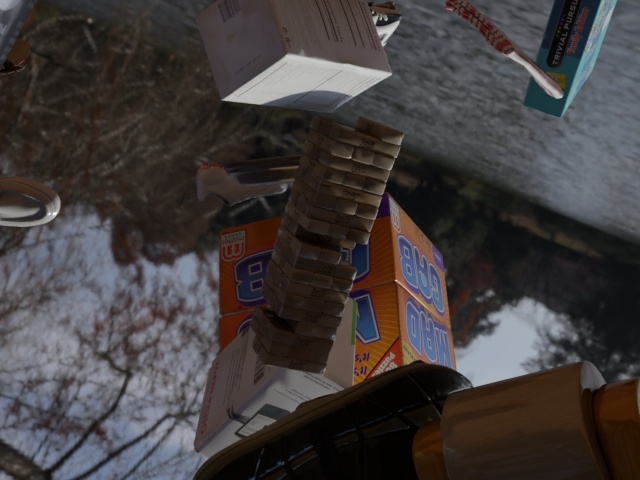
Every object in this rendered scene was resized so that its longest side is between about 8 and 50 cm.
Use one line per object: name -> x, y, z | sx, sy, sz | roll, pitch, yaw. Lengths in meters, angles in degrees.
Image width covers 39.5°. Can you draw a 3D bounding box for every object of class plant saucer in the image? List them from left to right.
plant saucer -> -0.020, -0.117, 1.462 | 0.278, 0.041, 0.278 | -4, -178, 0

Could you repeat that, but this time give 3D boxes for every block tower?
block tower -> 0.000, 0.000, 1.159 | 0.097, 0.335, 0.091 | 13, -167, -25

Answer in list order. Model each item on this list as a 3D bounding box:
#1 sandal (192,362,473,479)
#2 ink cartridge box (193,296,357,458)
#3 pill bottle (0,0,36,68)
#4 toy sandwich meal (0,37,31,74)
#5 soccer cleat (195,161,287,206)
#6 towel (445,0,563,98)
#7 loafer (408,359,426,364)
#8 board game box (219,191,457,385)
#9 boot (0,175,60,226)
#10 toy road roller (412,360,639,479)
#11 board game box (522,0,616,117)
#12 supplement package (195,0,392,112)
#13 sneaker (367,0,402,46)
sandal -> 0.016, 0.190, 0.862 | 0.303, 0.120, 0.086 | -14, -167, -16
ink cartridge box -> -0.070, 0.211, 1.396 | 0.115, 0.273, 0.198 | 32, -146, -19
pill bottle -> -0.386, -0.241, 0.850 | 0.204, 0.361, 0.204 | 29, -177, -2
toy sandwich meal -> -0.434, -0.259, 1.200 | 0.086, 0.085, 0.029 | 19, 144, -24
soccer cleat -> -0.151, -0.100, 1.689 | 0.196, 0.076, 0.068 | 6, -176, -38
towel -> 0.277, -0.293, 1.348 | 0.144, 0.029, 0.197 | 26, -156, -39
loafer -> 0.211, 0.239, 1.228 | 0.223, 0.078, 0.076 | 40, 161, 25
board game box -> 0.041, 0.165, 1.761 | 0.356, 0.356, 0.356 | -13, 155, 21
boot -> -0.577, -0.050, 1.487 | 0.258, 0.095, 0.123 | 5, -152, -5
toy road roller -> 0.251, 0.263, 0.831 | 0.203, 0.329, 0.241 | -19, -178, 29
board game box -> 0.473, -0.423, 1.588 | 0.079, 0.336, 0.254 | 22, -142, 17
supplement package -> -0.034, -0.281, 1.292 | 0.139, 0.133, 0.244 | -26, 166, 37
sneaker -> 0.097, -0.473, 1.844 | 0.094, 0.153, 0.235 | 29, 158, 31
